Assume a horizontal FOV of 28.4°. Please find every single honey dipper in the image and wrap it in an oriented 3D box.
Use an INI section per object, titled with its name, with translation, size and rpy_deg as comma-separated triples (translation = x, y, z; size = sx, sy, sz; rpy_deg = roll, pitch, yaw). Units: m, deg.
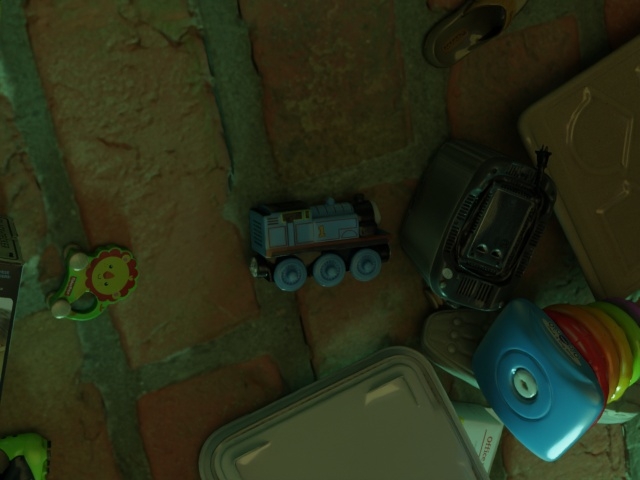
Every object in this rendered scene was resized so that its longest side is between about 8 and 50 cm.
[honey dipper]
translation = 0.209, 0.034, 1.670
size = 0.161, 0.030, 0.030
rpy_deg = -34, 116, -9

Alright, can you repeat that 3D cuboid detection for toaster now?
[toaster]
translation = 0.193, -0.034, 1.574
size = 0.129, 0.146, 0.227
rpy_deg = 17, 102, -26

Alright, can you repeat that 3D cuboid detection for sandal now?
[sandal]
translation = 0.203, -0.277, 1.548
size = 0.180, 0.049, 0.072
rpy_deg = -44, 117, -2

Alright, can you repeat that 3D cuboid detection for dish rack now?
[dish rack]
translation = 0.039, 0.310, 1.590
size = 0.333, 0.072, 0.285
rpy_deg = -26, 80, -7

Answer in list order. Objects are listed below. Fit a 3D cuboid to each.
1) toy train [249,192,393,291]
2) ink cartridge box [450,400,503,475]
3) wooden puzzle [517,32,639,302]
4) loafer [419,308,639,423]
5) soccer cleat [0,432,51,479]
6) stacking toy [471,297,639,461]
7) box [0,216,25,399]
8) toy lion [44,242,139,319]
[toy train]
translation = 0.000, 0.000, 1.554
size = 0.184, 0.080, 0.105
rpy_deg = -7, 104, -18
[ink cartridge box]
translation = 0.169, 0.282, 1.718
size = 0.198, 0.067, 0.115
rpy_deg = 9, 104, -23
[wooden puzzle]
translation = 0.438, -0.121, 1.680
size = 0.348, 0.080, 0.322
rpy_deg = -35, 117, -11
[loafer]
translation = 0.275, 0.178, 1.700
size = 0.319, 0.111, 0.112
rpy_deg = 22, 66, -9
[soccer cleat]
translation = -0.367, 0.319, 1.541
size = 0.072, 0.060, 0.179
rpy_deg = 2, 101, -11
[stacking toy]
translation = 0.361, 0.136, 1.606
size = 0.302, 0.175, 0.165
rpy_deg = -18, 150, -35
[box]
translation = -0.399, 0.127, 1.399
size = 0.087, 0.169, 0.290
rpy_deg = 8, 106, -20
[toy lion]
translation = -0.266, 0.050, 1.499
size = 0.096, 0.034, 0.100
rpy_deg = 17, 102, -32
